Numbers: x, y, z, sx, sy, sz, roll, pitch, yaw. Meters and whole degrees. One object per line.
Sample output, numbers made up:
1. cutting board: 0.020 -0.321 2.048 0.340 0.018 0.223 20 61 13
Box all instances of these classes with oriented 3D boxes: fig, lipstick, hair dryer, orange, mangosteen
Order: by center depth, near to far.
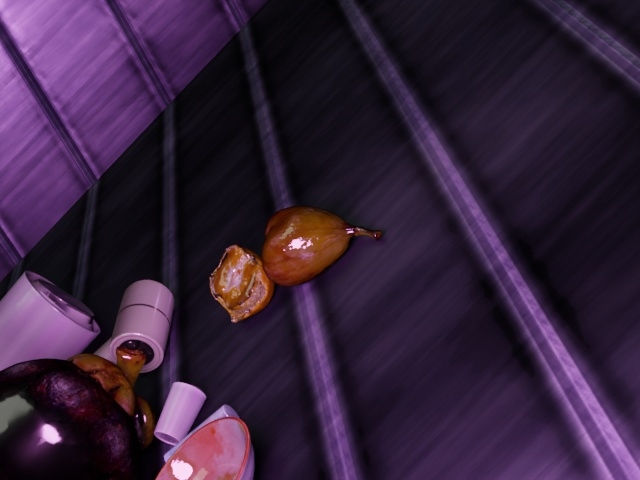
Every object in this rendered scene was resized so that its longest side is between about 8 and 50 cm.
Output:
1. lipstick: -0.225 0.377 1.899 0.158 0.048 0.048 -40 27 10
2. mangosteen: -0.512 0.384 1.967 0.382 0.382 0.435 -27 19 34
3. fig: -0.001 -0.001 2.029 0.274 0.145 0.170 -11 42 29
4. orange: -0.160 0.093 2.137 0.160 0.112 0.170 -12 74 40
5. hair dryer: -0.495 0.267 2.394 0.362 0.128 0.203 -41 27 27

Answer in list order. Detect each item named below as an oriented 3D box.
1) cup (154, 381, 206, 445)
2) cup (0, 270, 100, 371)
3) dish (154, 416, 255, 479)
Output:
1. cup: -0.287 0.352 2.015 0.116 0.074 0.104 -68 9 -29
2. cup: -0.783 0.279 2.627 0.371 0.253 0.253 -48 26 -1
3. dish: -0.190 0.436 1.725 0.260 0.085 0.260 -37 26 21
